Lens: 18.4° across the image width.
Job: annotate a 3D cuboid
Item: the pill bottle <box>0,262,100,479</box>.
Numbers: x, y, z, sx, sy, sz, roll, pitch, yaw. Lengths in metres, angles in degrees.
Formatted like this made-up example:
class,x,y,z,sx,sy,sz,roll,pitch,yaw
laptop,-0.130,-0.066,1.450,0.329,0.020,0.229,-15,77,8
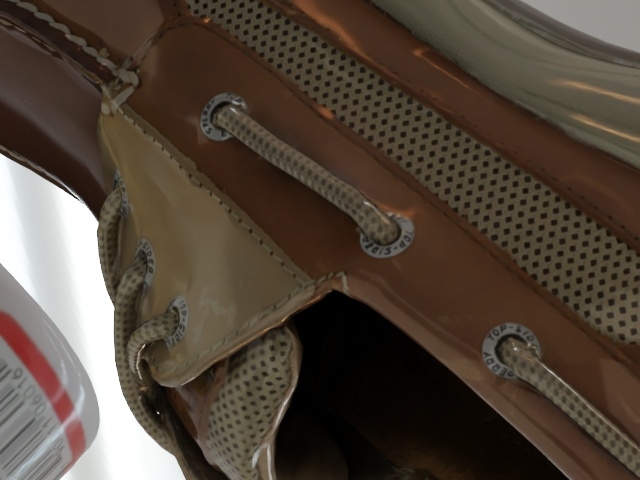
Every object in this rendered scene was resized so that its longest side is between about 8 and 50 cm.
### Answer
class,x,y,z,sx,sy,sz,roll,pitch,yaw
pill bottle,-0.240,0.121,0.810,0.161,0.283,0.161,35,-27,20

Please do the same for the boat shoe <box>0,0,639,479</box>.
class,x,y,z,sx,sy,sz,roll,pitch,yaw
boat shoe,0.000,0.000,0.453,0.324,0.116,0.123,24,-25,33
